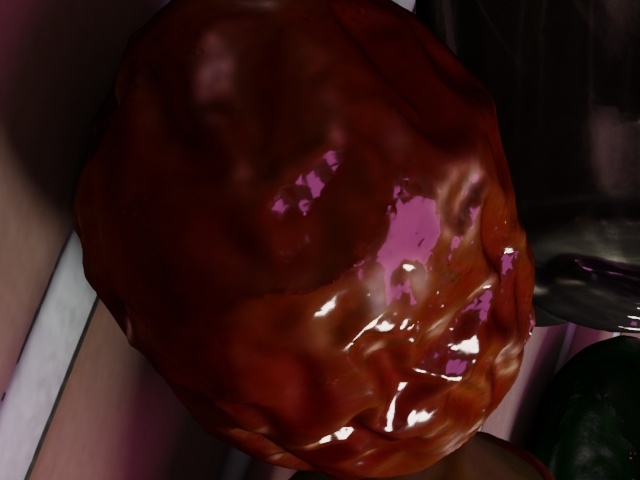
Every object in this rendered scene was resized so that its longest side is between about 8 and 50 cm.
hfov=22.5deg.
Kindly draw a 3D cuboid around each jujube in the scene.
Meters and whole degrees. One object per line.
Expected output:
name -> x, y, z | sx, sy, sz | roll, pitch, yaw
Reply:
jujube -> 0.000, 0.000, 0.623 | 0.174, 0.174, 0.250 | -68, 155, -18

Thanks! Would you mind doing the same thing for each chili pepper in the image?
chili pepper -> 0.296, 0.225, 1.440 | 0.248, 0.233, 0.256 | 76, 29, -58

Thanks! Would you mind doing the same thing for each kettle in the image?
kettle -> 0.136, -0.106, 0.791 | 0.321, 0.228, 0.324 | 148, -48, -64

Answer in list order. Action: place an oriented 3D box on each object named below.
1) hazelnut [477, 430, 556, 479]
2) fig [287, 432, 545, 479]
hazelnut -> 0.075, 0.198, 0.967 | 0.182, 0.182, 0.182 | 15, 90, -69
fig -> 0.041, 0.191, 0.779 | 0.230, 0.207, 0.207 | 60, 39, -15
